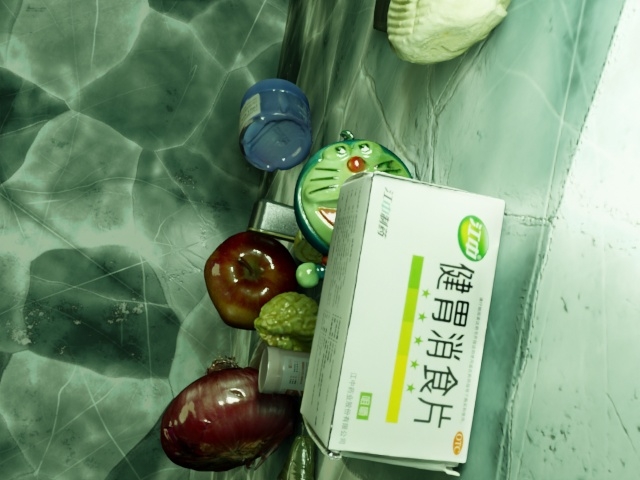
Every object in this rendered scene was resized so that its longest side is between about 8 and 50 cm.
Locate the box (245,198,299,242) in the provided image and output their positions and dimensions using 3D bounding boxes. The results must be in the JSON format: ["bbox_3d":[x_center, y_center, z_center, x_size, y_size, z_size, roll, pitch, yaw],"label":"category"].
[{"bbox_3d":[-0.087,-0.045,1.452,0.144,0.201,0.090,178,106,-77],"label":"box"}]

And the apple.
[{"bbox_3d":[-0.203,0.130,1.642,0.317,0.288,0.288,105,169,-62],"label":"apple"}]

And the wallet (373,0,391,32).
[{"bbox_3d":[0.162,-0.569,1.153,0.168,0.052,0.245,-110,28,-63],"label":"wallet"}]

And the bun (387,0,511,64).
[{"bbox_3d":[0.180,-0.339,0.729,0.220,0.134,0.220,-165,90,-76],"label":"bun"}]

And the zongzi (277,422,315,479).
[{"bbox_3d":[-0.019,0.471,1.157,0.130,0.062,0.154,10,74,56],"label":"zongzi"}]

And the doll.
[{"bbox_3d":[0.057,-0.023,0.876,0.186,0.198,0.322,108,160,-81],"label":"doll"}]

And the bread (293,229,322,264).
[{"bbox_3d":[0.000,0.000,1.230,0.156,0.117,0.064,122,153,-56],"label":"bread"}]

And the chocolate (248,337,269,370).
[{"bbox_3d":[-0.149,0.355,1.656,0.157,0.080,0.254,-69,11,-22],"label":"chocolate"}]

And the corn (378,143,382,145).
[{"bbox_3d":[0.081,-0.126,1.106,0.203,0.072,0.072,124,153,-62],"label":"corn"}]

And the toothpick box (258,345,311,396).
[{"bbox_3d":[-0.049,0.281,1.159,0.098,0.149,0.098,-170,90,-76],"label":"toothpick box"}]

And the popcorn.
[{"bbox_3d":[-0.058,0.198,1.256,0.142,0.173,0.173,-98,23,-65],"label":"popcorn"}]

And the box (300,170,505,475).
[{"bbox_3d":[0.095,0.095,0.671,0.145,0.173,0.333,176,104,-78],"label":"box"}]

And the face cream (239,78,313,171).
[{"bbox_3d":[-0.152,-0.386,1.853,0.225,0.249,0.249,-95,20,-44],"label":"face cream"}]

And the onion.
[{"bbox_3d":[-0.237,0.428,1.391,0.347,0.347,0.285,114,147,-44],"label":"onion"}]
